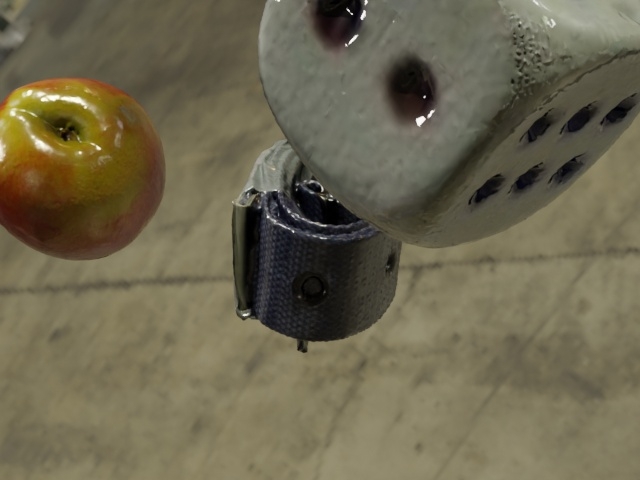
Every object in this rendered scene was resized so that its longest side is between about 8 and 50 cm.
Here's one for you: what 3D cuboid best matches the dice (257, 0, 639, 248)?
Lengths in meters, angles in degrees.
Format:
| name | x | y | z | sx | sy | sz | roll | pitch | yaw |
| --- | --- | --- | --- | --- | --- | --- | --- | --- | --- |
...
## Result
| name | x | y | z | sx | sy | sz | roll | pitch | yaw |
| --- | --- | --- | --- | --- | --- | --- | --- | --- | --- |
| dice | 0.089 | -0.121 | 0.954 | 0.192 | 0.193 | 0.194 | 54 | 125 | 20 |

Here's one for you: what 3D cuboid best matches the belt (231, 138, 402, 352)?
| name | x | y | z | sx | sy | sz | roll | pitch | yaw |
| --- | --- | --- | --- | --- | --- | --- | --- | --- | --- |
| belt | 0.000 | 0.000 | 1.260 | 0.230 | 0.139 | 0.126 | -77 | -5 | -64 |

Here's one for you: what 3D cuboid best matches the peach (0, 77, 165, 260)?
| name | x | y | z | sx | sy | sz | roll | pitch | yaw |
| --- | --- | --- | --- | --- | --- | --- | --- | --- | --- |
| peach | -0.254 | -0.070 | 1.532 | 0.192 | 0.190 | 0.190 | 96 | -168 | -58 |
